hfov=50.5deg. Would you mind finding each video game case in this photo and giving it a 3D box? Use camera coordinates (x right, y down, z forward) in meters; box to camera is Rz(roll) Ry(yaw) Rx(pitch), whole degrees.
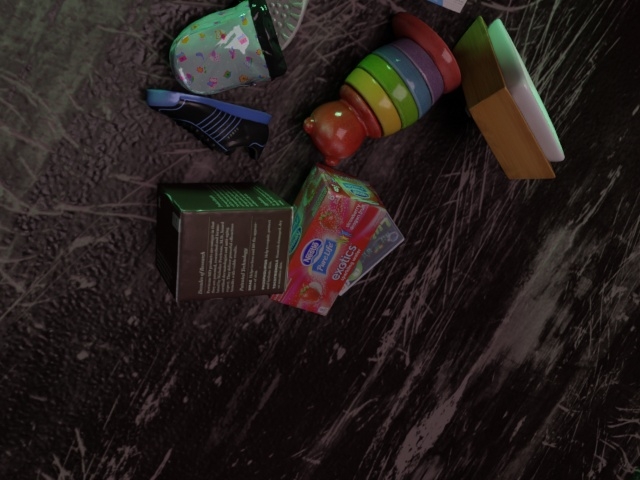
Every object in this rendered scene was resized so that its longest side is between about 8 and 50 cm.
[{"bbox_3d":[0.066,-0.002,1.423,0.190,0.022,0.173,-41,122,-7],"label":"video game case"}]

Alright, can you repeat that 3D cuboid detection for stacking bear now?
[{"bbox_3d":[0.102,-0.262,1.266,0.289,0.164,0.175,-38,123,-3],"label":"stacking bear"}]

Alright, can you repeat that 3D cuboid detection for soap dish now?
[{"bbox_3d":[0.359,-0.274,1.322,0.118,0.291,0.229,-25,126,23],"label":"soap dish"}]

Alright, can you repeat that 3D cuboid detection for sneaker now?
[{"bbox_3d":[-0.043,-0.434,1.165,0.095,0.090,0.235,-37,153,-60],"label":"sneaker"},{"bbox_3d":[-0.194,-0.201,1.181,0.232,0.081,0.090,9,98,-30],"label":"sneaker"}]

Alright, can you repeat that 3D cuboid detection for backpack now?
[{"bbox_3d":[-0.159,-0.315,1.121,0.182,0.115,0.152,-17,110,1],"label":"backpack"}]

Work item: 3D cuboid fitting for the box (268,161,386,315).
[{"bbox_3d":[0.000,0.000,1.292,0.128,0.122,0.257,19,116,-23],"label":"box"}]

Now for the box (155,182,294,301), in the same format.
[{"bbox_3d":[-0.176,-0.004,1.216,0.203,0.168,0.167,-3,111,-25],"label":"box"}]

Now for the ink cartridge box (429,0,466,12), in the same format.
[{"bbox_3d":[0.239,-0.512,1.244,0.092,0.090,0.143,10,125,-28],"label":"ink cartridge box"}]
